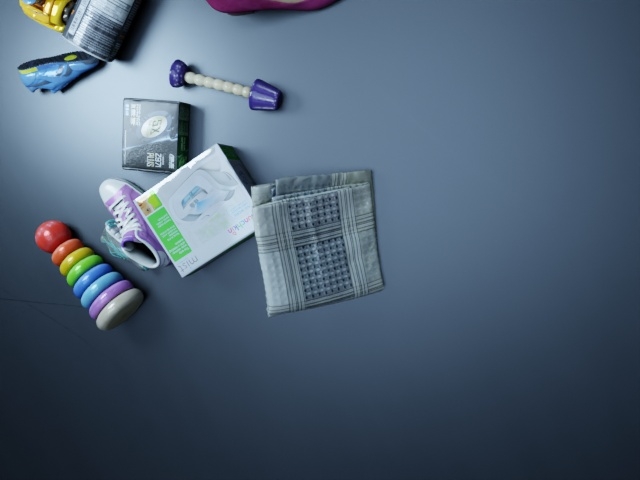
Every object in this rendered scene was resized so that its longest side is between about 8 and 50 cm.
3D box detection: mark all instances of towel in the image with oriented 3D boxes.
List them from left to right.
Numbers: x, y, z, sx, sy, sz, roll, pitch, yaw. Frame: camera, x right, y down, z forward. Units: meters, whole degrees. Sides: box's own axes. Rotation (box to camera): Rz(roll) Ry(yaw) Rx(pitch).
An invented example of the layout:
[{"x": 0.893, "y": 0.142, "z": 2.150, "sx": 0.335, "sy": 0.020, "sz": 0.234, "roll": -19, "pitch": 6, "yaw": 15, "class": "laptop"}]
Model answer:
[{"x": 0.000, "y": 0.000, "z": 1.375, "sx": 0.312, "sy": 0.056, "sz": 0.324, "roll": -10, "pitch": 99, "yaw": -16, "class": "towel"}]

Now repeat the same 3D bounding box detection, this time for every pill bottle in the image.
[{"x": -0.516, "y": -0.573, "z": 1.400, "sx": 0.130, "sy": 0.130, "sz": 0.245, "roll": 32, "pitch": 101, "yaw": 3, "class": "pill bottle"}]

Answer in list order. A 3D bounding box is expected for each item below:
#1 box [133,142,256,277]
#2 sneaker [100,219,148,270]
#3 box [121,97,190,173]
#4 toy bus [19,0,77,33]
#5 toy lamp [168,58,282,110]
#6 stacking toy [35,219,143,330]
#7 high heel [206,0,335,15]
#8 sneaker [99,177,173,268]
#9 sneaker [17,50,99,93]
[{"x": -0.282, "y": -0.074, "z": 1.440, "sx": 0.262, "sy": 0.127, "sz": 0.231, "roll": -31, "pitch": 91, "yaw": 11, "class": "box"}, {"x": -0.518, "y": 0.023, "z": 1.531, "sx": 0.166, "sy": 0.065, "sz": 0.076, "roll": 48, "pitch": 119, "yaw": 3, "class": "sneaker"}, {"x": -0.415, "y": -0.263, "z": 1.456, "sx": 0.148, "sy": 0.077, "sz": 0.180, "roll": 6, "pitch": 99, "yaw": 7, "class": "box"}, {"x": -0.666, "y": -0.632, "z": 1.375, "sx": 0.150, "sy": 0.211, "sz": 0.220, "roll": 28, "pitch": 103, "yaw": 3, "class": "toy bus"}, {"x": -0.229, "y": -0.377, "z": 1.412, "sx": 0.275, "sy": 0.080, "sz": 0.080, "roll": 18, "pitch": 101, "yaw": 8, "class": "toy lamp"}, {"x": -0.628, "y": 0.080, "z": 1.522, "sx": 0.330, "sy": 0.141, "sz": 0.141, "roll": 44, "pitch": 102, "yaw": 7, "class": "stacking toy"}, {"x": -0.078, "y": -0.590, "z": 1.301, "sx": 0.378, "sy": 0.181, "sz": 0.127, "roll": -15, "pitch": 96, "yaw": 11, "class": "high heel"}, {"x": -0.477, "y": -0.047, "z": 1.457, "sx": 0.102, "sy": 0.161, "sz": 0.282, "roll": -43, "pitch": 89, "yaw": 14, "class": "sneaker"}, {"x": -0.665, "y": -0.432, "z": 1.485, "sx": 0.210, "sy": 0.069, "sz": 0.082, "roll": -11, "pitch": 130, "yaw": 2, "class": "sneaker"}]
